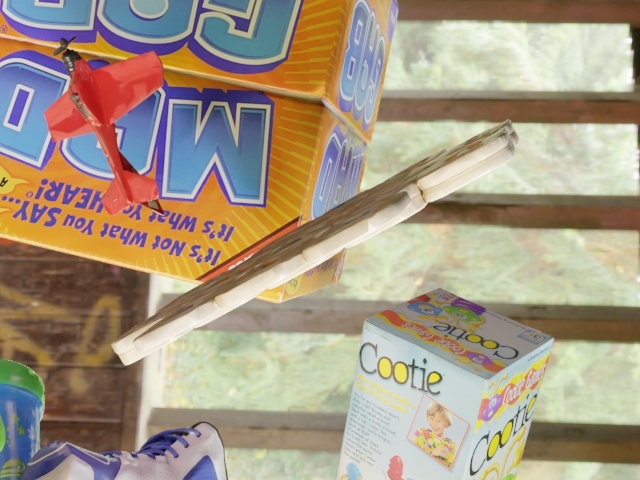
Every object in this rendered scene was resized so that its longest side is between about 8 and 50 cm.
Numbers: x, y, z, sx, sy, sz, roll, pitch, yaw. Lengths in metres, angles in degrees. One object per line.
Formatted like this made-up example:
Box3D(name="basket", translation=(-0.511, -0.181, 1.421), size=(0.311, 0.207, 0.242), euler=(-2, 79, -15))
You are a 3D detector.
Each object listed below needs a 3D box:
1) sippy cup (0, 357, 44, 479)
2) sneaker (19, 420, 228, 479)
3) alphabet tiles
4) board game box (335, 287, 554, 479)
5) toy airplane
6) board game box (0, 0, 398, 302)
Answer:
Box3D(name="sippy cup", translation=(-0.426, 0.285, 1.024), size=(0.305, 0.240, 0.224), euler=(73, -3, -60))
Box3D(name="sneaker", translation=(-0.211, 0.290, 1.059), size=(0.315, 0.127, 0.182), euler=(44, 34, -38))
Box3D(name="alphabet tiles", translation=(0.000, 0.000, 0.588), size=(0.021, 0.284, 0.278), euler=(60, 17, -4))
Box3D(name="board game box", translation=(0.117, 0.212, 0.911), size=(0.142, 0.144, 0.275), euler=(-17, 123, -49))
Box3D(name="toy airplane", translation=(-0.161, -0.081, 0.664), size=(0.028, 0.151, 0.151), euler=(-37, 135, -47))
Box3D(name="board game box", translation=(-0.136, -0.156, 0.951), size=(0.356, 0.356, 0.356), euler=(-1, 104, -81))
